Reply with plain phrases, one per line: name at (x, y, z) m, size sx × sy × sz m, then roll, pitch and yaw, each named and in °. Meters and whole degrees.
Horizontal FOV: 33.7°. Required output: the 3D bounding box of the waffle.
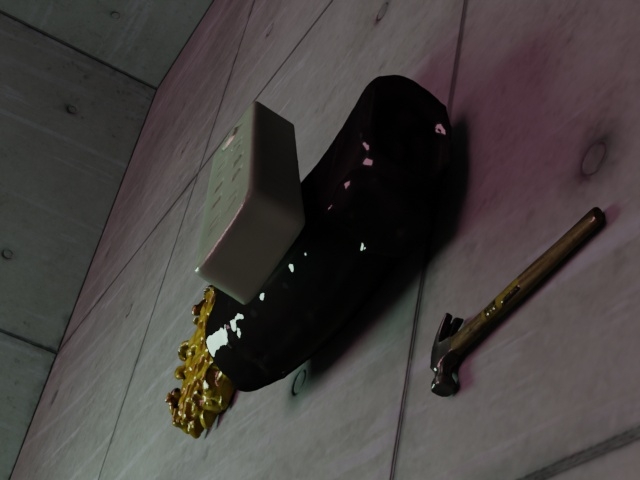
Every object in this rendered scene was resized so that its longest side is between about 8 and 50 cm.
waffle at (-0.130, 0.129, 1.330) m, size 0.231 × 0.051 × 0.228 m, roll -61°, pitch 20°, yaw 13°

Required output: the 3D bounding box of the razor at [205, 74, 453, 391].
razor at (0.004, 0.001, 1.008) m, size 0.327 × 0.107 × 0.189 m, roll -50°, pitch 21°, yaw 40°

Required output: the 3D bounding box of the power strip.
power strip at (-0.067, -0.055, 1.021) m, size 0.091 × 0.062 × 0.385 m, roll -54°, pitch 14°, yaw 15°

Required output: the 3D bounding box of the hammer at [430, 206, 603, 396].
hammer at (0.134, 0.037, 0.740) m, size 0.182 × 0.017 × 0.062 m, roll -50°, pitch 23°, yaw 35°
